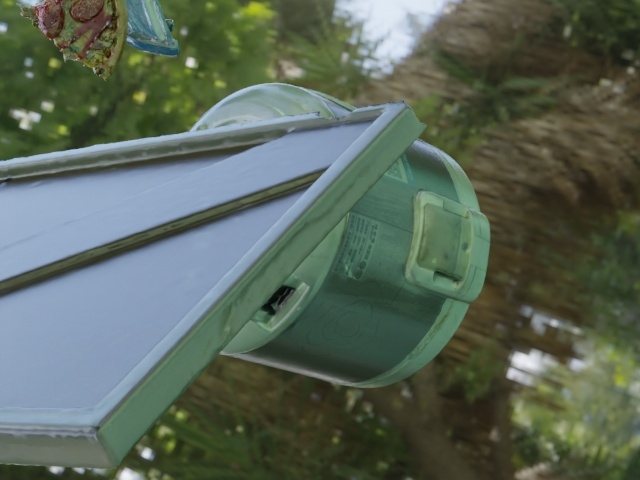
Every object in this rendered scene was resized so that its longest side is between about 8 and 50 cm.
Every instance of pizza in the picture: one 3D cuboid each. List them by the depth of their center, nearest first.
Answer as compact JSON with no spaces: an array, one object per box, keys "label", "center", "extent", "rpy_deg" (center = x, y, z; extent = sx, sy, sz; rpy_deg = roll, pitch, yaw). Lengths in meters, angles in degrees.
[{"label":"pizza","center":[-0.211,-0.190,1.361],"extent":[0.029,0.100,0.099],"rpy_deg":[-90,-23,-67]}]

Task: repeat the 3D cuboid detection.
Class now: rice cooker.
[{"label":"rice cooker","center":[0.002,-0.001,1.490],"extent":[0.277,0.288,0.288],"rpy_deg":[18,-89,-40]}]

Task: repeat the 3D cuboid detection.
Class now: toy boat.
[{"label":"toy boat","center":[-0.167,-0.290,1.559],"extent":[0.088,0.102,0.215],"rpy_deg":[91,172,-71]}]

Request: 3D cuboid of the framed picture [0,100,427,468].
[{"label":"framed picture","center":[-0.124,0.014,0.602],"extent":[0.211,0.289,0.020],"rpy_deg":[-48,-58,-43]}]
